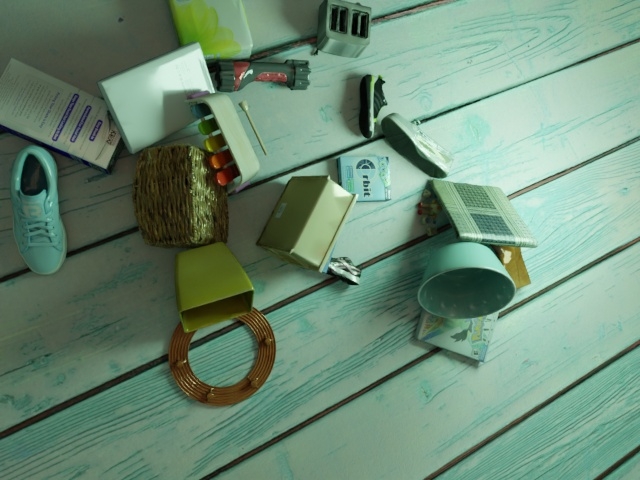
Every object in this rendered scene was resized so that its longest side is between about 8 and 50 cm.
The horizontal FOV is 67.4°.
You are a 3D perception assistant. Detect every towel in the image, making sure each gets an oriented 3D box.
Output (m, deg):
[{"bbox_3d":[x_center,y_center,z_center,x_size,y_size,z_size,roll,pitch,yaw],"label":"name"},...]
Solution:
[{"bbox_3d":[0.566,-0.095,1.705,0.312,0.056,0.324,5,42,-15],"label":"towel"}]

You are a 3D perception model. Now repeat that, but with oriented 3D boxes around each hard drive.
[{"bbox_3d":[-0.456,-0.419,1.398,0.319,0.040,0.210,-39,135,-31],"label":"hard drive"}]

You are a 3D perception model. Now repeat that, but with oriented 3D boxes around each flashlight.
[{"bbox_3d":[-0.184,-0.529,1.561,0.304,0.103,0.103,-4,71,-22],"label":"flashlight"}]

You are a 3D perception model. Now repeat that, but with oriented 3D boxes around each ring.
[{"bbox_3d":[-0.301,0.351,1.507,0.337,0.032,0.336,1,86,-17],"label":"ring"}]

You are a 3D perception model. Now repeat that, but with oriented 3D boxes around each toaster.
[{"bbox_3d":[0.077,-0.722,1.643,0.168,0.110,0.185,5,86,-17],"label":"toaster"}]

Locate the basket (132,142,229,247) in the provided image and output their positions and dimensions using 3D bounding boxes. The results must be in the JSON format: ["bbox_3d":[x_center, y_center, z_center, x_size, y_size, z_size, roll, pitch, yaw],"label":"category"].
[{"bbox_3d":[-0.421,-0.124,1.462,0.214,0.223,0.299,-4,88,15],"label":"basket"}]

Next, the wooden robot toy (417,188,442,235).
[{"bbox_3d":[0.401,-0.105,1.730,0.076,0.079,0.173,3,86,-18],"label":"wooden robot toy"}]

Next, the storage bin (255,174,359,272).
[{"bbox_3d":[-0.054,-0.060,1.494,0.123,0.260,0.262,32,78,-31],"label":"storage bin"}]

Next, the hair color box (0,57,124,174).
[{"bbox_3d":[-0.733,-0.345,1.368,0.339,0.110,0.185,24,79,-14],"label":"hair color box"}]

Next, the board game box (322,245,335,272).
[{"bbox_3d":[0.000,0.000,1.565,0.035,0.136,0.201,25,79,-34],"label":"board game box"}]

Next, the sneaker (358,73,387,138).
[{"bbox_3d":[0.195,-0.472,1.681,0.097,0.084,0.234,3,86,-19],"label":"sneaker"}]

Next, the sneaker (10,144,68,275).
[{"bbox_3d":[-0.783,-0.079,1.308,0.135,0.150,0.365,-7,95,-16],"label":"sneaker"}]

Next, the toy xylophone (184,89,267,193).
[{"bbox_3d":[-0.274,-0.311,1.474,0.236,0.081,0.322,-37,110,-61],"label":"toy xylophone"}]

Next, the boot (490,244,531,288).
[{"bbox_3d":[0.659,0.056,1.802,0.264,0.096,0.280,-6,87,-30],"label":"boot"}]

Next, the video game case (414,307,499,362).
[{"bbox_3d":[0.523,0.250,1.772,0.300,0.036,0.328,22,81,-15],"label":"video game case"}]

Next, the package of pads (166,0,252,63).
[{"bbox_3d":[-0.352,-0.712,1.512,0.229,0.101,0.296,-14,92,-17],"label":"package of pads"}]

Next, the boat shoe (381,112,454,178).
[{"bbox_3d":[0.349,-0.349,1.712,0.320,0.118,0.103,36,71,-17],"label":"boat shoe"}]

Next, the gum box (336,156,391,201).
[{"bbox_3d":[0.153,-0.213,1.676,0.185,0.041,0.156,-3,88,-19],"label":"gum box"}]

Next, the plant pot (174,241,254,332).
[{"bbox_3d":[-0.328,0.129,1.420,0.212,0.212,0.187,-16,67,-18],"label":"plant pot"}]

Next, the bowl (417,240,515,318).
[{"bbox_3d":[0.480,0.118,1.617,0.312,0.311,0.163,19,50,-16],"label":"bowl"}]

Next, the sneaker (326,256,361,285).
[{"bbox_3d":[0.063,0.084,1.627,0.178,0.072,0.077,31,66,-22],"label":"sneaker"}]
